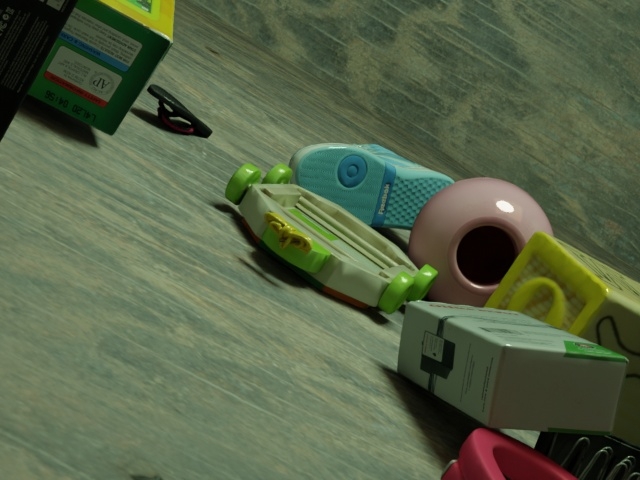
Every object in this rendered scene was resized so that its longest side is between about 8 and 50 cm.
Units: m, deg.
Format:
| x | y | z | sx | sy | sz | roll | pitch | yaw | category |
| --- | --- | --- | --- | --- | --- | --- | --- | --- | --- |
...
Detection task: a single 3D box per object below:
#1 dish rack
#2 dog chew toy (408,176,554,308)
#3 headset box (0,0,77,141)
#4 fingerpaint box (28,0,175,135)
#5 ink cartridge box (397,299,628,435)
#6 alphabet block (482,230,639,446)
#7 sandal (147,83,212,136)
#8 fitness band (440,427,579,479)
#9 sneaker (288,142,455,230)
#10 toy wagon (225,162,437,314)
| x | y | z | sx | sy | sz | roll | pitch | yaw | category |
| --- | --- | --- | --- | --- | --- | --- | --- | --- | --- |
| 0.357 | 0.282 | 1.236 | 0.208 | 0.074 | 0.271 | 24 | 6 | -29 | dish rack |
| 0.228 | 0.009 | 1.765 | 0.206 | 0.206 | 0.332 | 32 | 4 | -1 | dog chew toy |
| -0.342 | -0.236 | 1.187 | 0.131 | 0.246 | 0.283 | 27 | 15 | -25 | headset box |
| -0.410 | -0.368 | 1.498 | 0.445 | 0.163 | 0.371 | 27 | 27 | -22 | fingerpaint box |
| 0.193 | 0.130 | 1.258 | 0.153 | 0.087 | 0.208 | 7 | 7 | -23 | ink cartridge box |
| 0.341 | 0.133 | 1.554 | 0.197 | 0.192 | 0.193 | 26 | 12 | -29 | alphabet block |
| -0.212 | -0.182 | 1.787 | 0.067 | 0.040 | 0.179 | 43 | 1 | 21 | sandal |
| 0.216 | 0.272 | 1.057 | 0.209 | 0.054 | 0.291 | 30 | 13 | -21 | fitness band |
| 0.043 | -0.098 | 1.906 | 0.319 | 0.127 | 0.208 | 15 | 9 | -37 | sneaker |
| 0.000 | 0.000 | 1.522 | 0.267 | 0.068 | 0.344 | 35 | 14 | 14 | toy wagon |
